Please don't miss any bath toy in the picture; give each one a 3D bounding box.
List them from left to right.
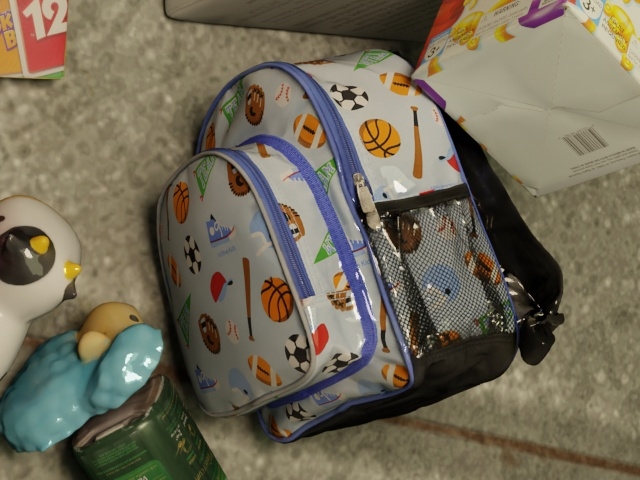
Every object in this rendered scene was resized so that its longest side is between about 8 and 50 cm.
[{"bbox_3d":[-0.265,-0.001,0.897,0.348,0.129,0.151,39,66,-29],"label":"bath toy"}]

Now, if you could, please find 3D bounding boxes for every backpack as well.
[{"bbox_3d":[0.000,0.000,1.029,0.213,0.276,0.263,-3,73,-36],"label":"backpack"}]

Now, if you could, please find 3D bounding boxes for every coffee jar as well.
[{"bbox_3d":[-0.100,0.194,1.019,0.079,0.096,0.184,-28,103,7],"label":"coffee jar"}]

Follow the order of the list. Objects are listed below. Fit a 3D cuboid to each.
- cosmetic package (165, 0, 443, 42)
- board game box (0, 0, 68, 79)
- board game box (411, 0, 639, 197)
[{"bbox_3d":[0.101,-0.289,1.169,0.453,0.161,0.230,-1,86,-35],"label":"cosmetic package"},{"bbox_3d":[-0.229,-0.242,0.973,0.124,0.039,0.259,-2,102,-34],"label":"board game box"},{"bbox_3d":[0.196,-0.193,1.011,0.142,0.144,0.275,41,53,-25],"label":"board game box"}]
